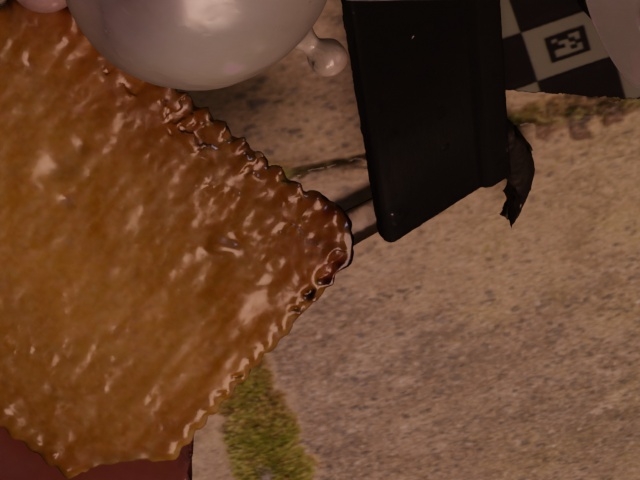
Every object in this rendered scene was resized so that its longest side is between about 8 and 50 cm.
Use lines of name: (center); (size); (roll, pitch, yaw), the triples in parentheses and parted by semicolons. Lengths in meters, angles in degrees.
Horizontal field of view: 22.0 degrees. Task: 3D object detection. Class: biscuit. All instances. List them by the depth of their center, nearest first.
biscuit: (-0.133, 0.011, 0.908); (0.232, 0.013, 0.237); (38, 111, -8)

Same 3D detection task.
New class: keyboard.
keyboard: (0.057, -0.122, 0.871); (0.101, 0.018, 0.309); (-30, 141, -15)

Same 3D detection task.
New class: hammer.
hammer: (0.000, -0.001, 1.056); (0.297, 0.027, 0.125); (-27, 137, 19)

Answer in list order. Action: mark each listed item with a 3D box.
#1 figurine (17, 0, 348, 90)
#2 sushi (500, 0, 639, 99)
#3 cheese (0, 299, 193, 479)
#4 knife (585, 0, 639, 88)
figurine: (-0.090, -0.141, 0.750); (0.257, 0.144, 0.182); (8, 134, -30)
sushi: (0.216, -0.139, 0.911); (0.220, 0.047, 0.231); (3, 142, -18)
cheese: (-0.166, 0.078, 1.016); (0.177, 0.128, 0.203); (0, 131, -4)
knife: (0.158, -0.175, 0.823); (0.058, 0.032, 0.244); (3, 133, 2)
